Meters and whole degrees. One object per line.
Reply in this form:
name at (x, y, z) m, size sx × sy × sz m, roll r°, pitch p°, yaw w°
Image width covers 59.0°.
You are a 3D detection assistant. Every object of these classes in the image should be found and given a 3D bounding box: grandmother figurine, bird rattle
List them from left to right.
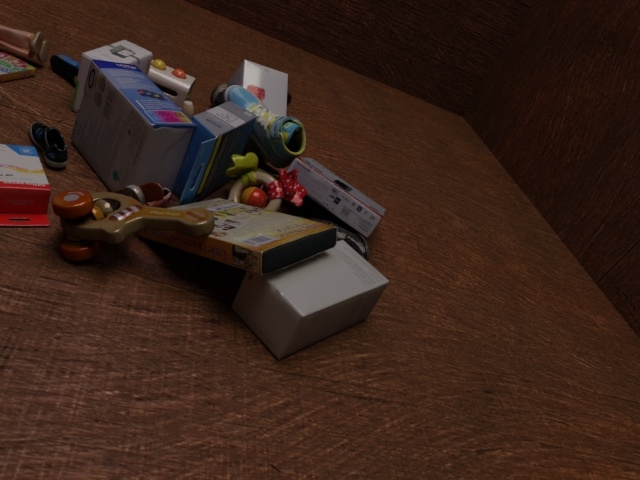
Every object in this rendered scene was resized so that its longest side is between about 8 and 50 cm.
grandmother figurine at (-1.087, -0.685, 1.847) m, size 0.342 × 0.208 × 0.104 m, roll 15°, pitch 72°, yaw -6°
bird rattle at (-0.179, -0.144, 1.723) m, size 0.253 × 0.207 × 0.143 m, roll 28°, pitch -10°, yaw 4°

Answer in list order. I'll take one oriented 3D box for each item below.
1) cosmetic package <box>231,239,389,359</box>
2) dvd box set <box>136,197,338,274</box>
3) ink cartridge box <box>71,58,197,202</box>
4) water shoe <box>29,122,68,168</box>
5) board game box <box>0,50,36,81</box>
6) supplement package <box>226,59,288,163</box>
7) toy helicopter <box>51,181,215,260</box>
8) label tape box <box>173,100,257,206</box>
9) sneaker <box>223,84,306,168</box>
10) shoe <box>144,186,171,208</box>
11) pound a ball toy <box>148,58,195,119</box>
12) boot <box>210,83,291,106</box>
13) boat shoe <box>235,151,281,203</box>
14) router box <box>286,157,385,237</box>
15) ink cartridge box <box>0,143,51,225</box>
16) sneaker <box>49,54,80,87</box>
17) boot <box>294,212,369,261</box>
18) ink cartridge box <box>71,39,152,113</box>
cosmetic package at (-0.017, 0.134, 1.437) m, size 0.197 × 0.155 × 0.365 m, roll 43°, pitch 34°, yaw 26°
dvd box set at (-0.212, -0.025, 1.441) m, size 0.420 × 0.062 × 0.307 m, roll 14°, pitch 20°, yaw 31°
ink cartridge box at (-0.545, -0.316, 1.577) m, size 0.395 × 0.270 × 0.151 m, roll 44°, pitch 31°, yaw 25°
water shoe at (-0.737, -0.281, 1.554) m, size 0.073 × 0.080 × 0.203 m, roll -6°, pitch 44°, yaw -45°
board game box at (-1.029, -0.532, 1.751) m, size 0.124 × 0.039 × 0.259 m, roll 30°, pitch 32°, yaw 5°
supplement package at (-0.233, -0.454, 2.014) m, size 0.177 × 0.175 × 0.293 m, roll 11°, pitch 69°, yaw -27°
toy helicopter at (-0.420, -0.061, 1.320) m, size 0.355 × 0.140 × 0.235 m, roll 5°, pitch 30°, yaw 2°
label tape box at (-0.341, -0.251, 1.666) m, size 0.115 × 0.249 × 0.348 m, roll 32°, pitch 30°, yaw 5°
sneaker at (-0.162, -0.384, 1.800) m, size 0.319 × 0.208 × 0.127 m, roll 48°, pitch 68°, yaw -16°
shoe at (-0.471, -0.093, 1.483) m, size 0.063 × 0.081 × 0.178 m, roll 40°, pitch 32°, yaw 20°
pound a ball toy at (-0.595, -0.581, 2.083) m, size 0.319 × 0.136 × 0.208 m, roll 21°, pitch 30°, yaw -11°
boot at (-0.225, -0.527, 2.303) m, size 0.377 × 0.138 × 0.284 m, roll -9°, pitch 45°, yaw -41°
boat shoe at (-0.236, -0.250, 1.899) m, size 0.307 × 0.104 × 0.111 m, roll 35°, pitch 30°, yaw 12°
router box at (0.056, -0.154, 1.904) m, size 0.335 × 0.082 × 0.301 m, roll 35°, pitch 12°, yaw 2°
ink cartridge box at (-0.727, -0.133, 1.337) m, size 0.134 × 0.078 × 0.231 m, roll -2°, pitch 42°, yaw -41°
sneaker at (-0.830, -0.575, 1.944) m, size 0.209 × 0.069 × 0.082 m, roll 37°, pitch 27°, yaw 15°
boot at (0.000, 0.000, 1.746) m, size 0.229 × 0.091 × 0.263 m, roll -7°, pitch 39°, yaw -39°
ink cartridge box at (-0.681, -0.527, 1.862) m, size 0.114 × 0.198 × 0.273 m, roll 25°, pitch 29°, yaw -2°
